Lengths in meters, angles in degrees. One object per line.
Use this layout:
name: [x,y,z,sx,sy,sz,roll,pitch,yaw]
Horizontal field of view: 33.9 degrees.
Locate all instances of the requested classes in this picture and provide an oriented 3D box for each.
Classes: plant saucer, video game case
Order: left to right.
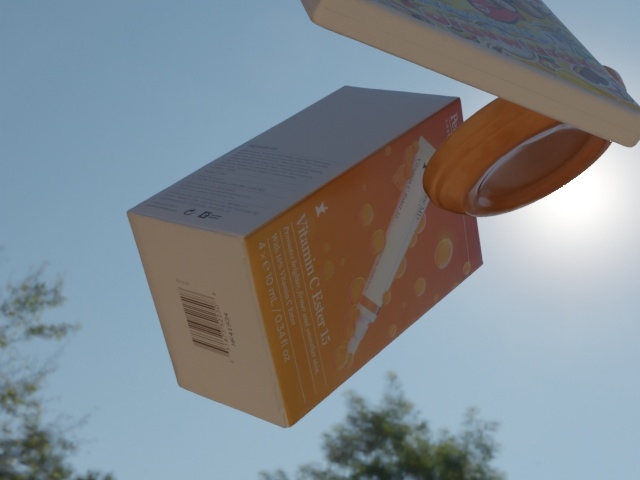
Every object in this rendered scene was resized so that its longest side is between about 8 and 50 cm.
video game case: [0.071,-0.150,0.643,0.227,0.206,0.026,16,-59,-28]
plant saucer: [0.188,-0.079,0.938,0.200,0.037,0.200,-21,-23,-9]

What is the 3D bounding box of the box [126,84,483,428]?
box: [0.000,0.000,1.110,0.168,0.345,0.215,12,-55,40]
